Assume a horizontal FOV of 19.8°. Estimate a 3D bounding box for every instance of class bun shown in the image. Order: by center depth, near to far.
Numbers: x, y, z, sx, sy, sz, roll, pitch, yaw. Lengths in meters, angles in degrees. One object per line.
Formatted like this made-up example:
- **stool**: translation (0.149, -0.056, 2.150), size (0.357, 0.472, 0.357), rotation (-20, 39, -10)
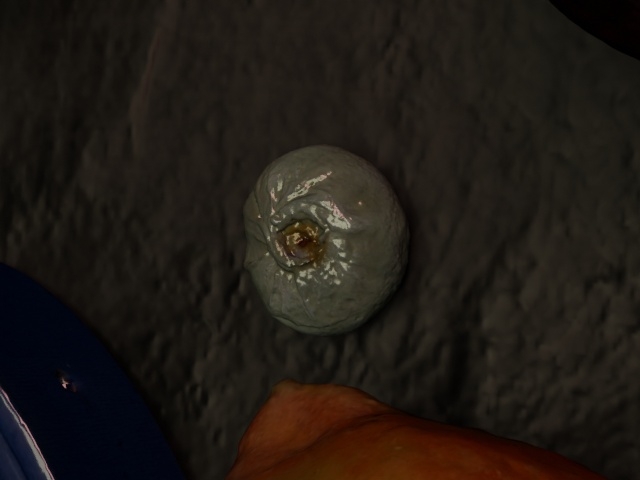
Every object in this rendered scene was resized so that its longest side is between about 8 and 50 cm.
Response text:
- **bun**: translation (0.000, 0.000, 0.790), size (0.083, 0.045, 0.083), rotation (0, 89, 26)

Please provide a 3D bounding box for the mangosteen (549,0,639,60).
- **mangosteen**: translation (0.142, -0.171, 0.674), size (0.261, 0.235, 0.235), rotation (171, 99, -66)

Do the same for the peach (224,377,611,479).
- **peach**: translation (0.036, 0.170, 0.678), size (0.232, 0.232, 0.256), rotation (-35, 63, 17)

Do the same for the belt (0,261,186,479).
- **belt**: translation (-0.160, 0.161, 0.811), size (0.212, 0.117, 0.347), rotation (-29, 76, 19)
